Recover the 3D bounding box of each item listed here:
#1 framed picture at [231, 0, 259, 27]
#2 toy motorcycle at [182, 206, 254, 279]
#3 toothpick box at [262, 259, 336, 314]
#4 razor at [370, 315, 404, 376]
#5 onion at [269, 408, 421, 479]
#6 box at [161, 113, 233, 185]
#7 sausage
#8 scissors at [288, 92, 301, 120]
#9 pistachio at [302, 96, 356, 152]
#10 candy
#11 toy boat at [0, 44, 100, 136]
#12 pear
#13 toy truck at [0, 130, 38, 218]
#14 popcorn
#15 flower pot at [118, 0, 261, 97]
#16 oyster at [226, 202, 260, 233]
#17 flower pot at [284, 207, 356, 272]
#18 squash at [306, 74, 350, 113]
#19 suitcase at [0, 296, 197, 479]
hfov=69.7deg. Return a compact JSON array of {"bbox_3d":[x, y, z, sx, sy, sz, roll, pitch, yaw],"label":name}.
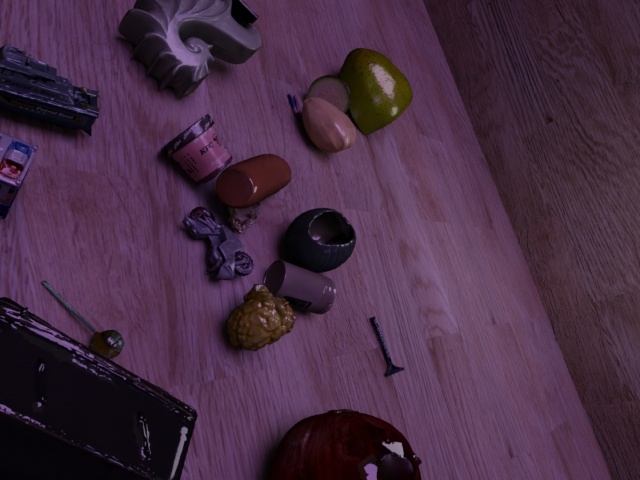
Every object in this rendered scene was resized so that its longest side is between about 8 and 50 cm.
[{"bbox_3d":[-0.352,-0.806,1.450,0.338,0.255,0.014,39,88,-24],"label":"framed picture"},{"bbox_3d":[-0.264,0.017,1.150,0.215,0.080,0.122,49,39,-5],"label":"toy motorcycle"},{"bbox_3d":[-0.056,0.130,1.271,0.180,0.111,0.111,24,52,-34],"label":"toothpick box"},{"bbox_3d":[0.203,0.338,1.486,0.066,0.033,0.190,-19,75,-8],"label":"razor"},{"bbox_3d":[0.069,0.533,1.025,0.341,0.341,0.342,25,52,-35],"label":"onion"},{"bbox_3d":[-0.313,-0.229,1.194,0.135,0.151,0.151,56,39,-20],"label":"box"},{"bbox_3d":[-0.174,-0.172,1.277,0.121,0.121,0.304,56,24,-6],"label":"sausage"},{"bbox_3d":[-0.091,-0.484,1.671,0.039,0.012,0.114,2,67,-46],"label":"scissors"},{"bbox_3d":[0.021,-0.410,1.637,0.229,0.157,0.157,47,41,-1],"label":"pistachio"},{"bbox_3d":[-0.463,0.150,0.888,0.202,0.061,0.061,46,41,-3],"label":"candy"},{"bbox_3d":[-0.614,-0.321,0.947,0.295,0.122,0.114,13,34,-38],"label":"toy boat"},{"bbox_3d":[0.225,-0.669,1.943,0.318,0.238,0.343,50,40,-25],"label":"pear"},{"bbox_3d":[-0.652,-0.156,0.781,0.267,0.155,0.125,26,51,-34],"label":"toy truck"},{"bbox_3d":[-0.143,0.195,1.114,0.142,0.174,0.173,40,41,2],"label":"popcorn"},{"bbox_3d":[-0.358,-0.588,1.307,0.254,0.164,0.367,53,54,-15],"label":"flower pot"},{"bbox_3d":[-0.216,-0.080,1.265,0.105,0.056,0.177,29,31,-37],"label":"oyster"},{"bbox_3d":[0.000,0.000,1.362,0.243,0.157,0.190,-13,70,-54],"label":"flower pot"},{"bbox_3d":[0.038,-0.545,1.741,0.170,0.170,0.123,47,26,-15],"label":"squash"},{"bbox_3d":[-0.417,0.281,0.683,0.433,0.283,0.194,41,26,-21],"label":"suitcase"}]
